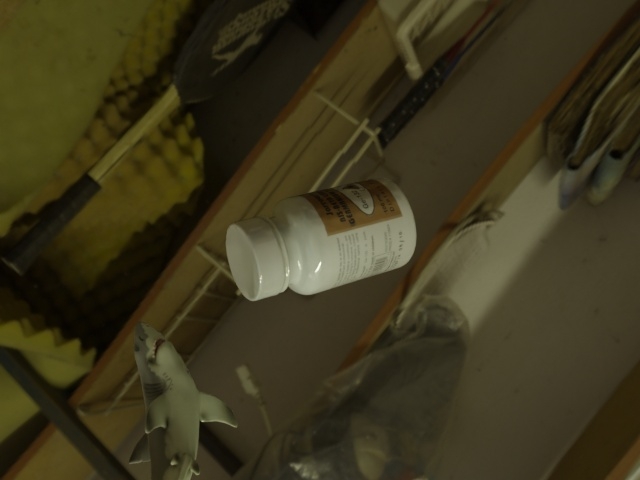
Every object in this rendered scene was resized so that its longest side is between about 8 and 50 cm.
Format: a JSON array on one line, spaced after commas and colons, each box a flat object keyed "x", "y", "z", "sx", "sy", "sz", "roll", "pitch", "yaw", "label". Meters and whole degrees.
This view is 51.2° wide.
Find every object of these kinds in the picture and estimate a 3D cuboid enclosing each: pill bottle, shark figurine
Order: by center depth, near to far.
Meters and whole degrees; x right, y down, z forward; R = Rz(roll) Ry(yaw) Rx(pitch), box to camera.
[{"x": -0.195, "y": 0.250, "z": 0.753, "sx": 0.116, "sy": 0.166, "sz": 0.278, "roll": -28, "pitch": -145, "yaw": 27, "label": "shark figurine"}, {"x": 0.000, "y": 0.000, "z": 0.881, "sx": 0.229, "sy": 0.131, "sz": 0.131, "roll": -15, "pitch": 149, "yaw": -27, "label": "pill bottle"}]
